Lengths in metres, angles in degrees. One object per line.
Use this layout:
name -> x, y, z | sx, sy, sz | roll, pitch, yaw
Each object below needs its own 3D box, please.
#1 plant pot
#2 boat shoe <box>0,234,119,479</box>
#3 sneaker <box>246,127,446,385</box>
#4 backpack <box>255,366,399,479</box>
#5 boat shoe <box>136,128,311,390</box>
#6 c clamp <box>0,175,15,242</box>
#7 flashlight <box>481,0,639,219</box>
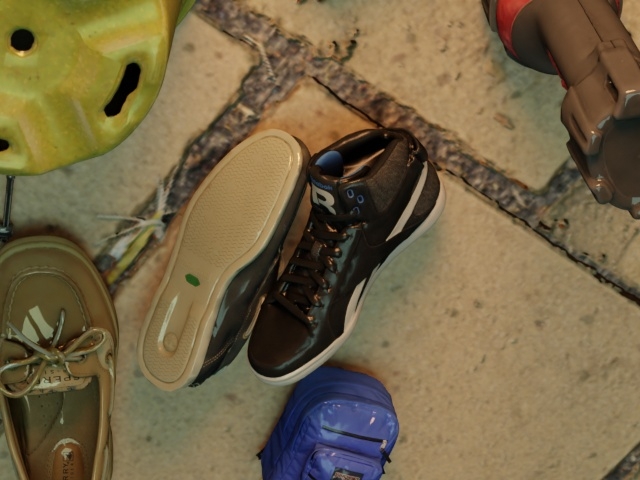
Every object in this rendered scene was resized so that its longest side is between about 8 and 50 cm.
plant pot -> -0.195, -0.177, 1.198 | 0.276, 0.254, 0.276 | -3, 121, -5
boat shoe -> -0.211, 0.129, 1.467 | 0.105, 0.089, 0.285 | -7, 122, -3
sneaker -> 0.000, 0.000, 1.377 | 0.217, 0.079, 0.121 | -51, 144, -12
backpack -> 0.016, 0.174, 1.519 | 0.098, 0.101, 0.120 | 14, 114, -22
boat shoe -> -0.068, 0.014, 1.441 | 0.079, 0.084, 0.233 | 3, 120, -52
c clamp -> -0.321, 0.002, 1.424 | 0.161, 0.022, 0.137 | -1, 125, -8
flashlight -> 0.186, -0.118, 1.250 | 0.103, 0.304, 0.103 | 27, 115, -21
